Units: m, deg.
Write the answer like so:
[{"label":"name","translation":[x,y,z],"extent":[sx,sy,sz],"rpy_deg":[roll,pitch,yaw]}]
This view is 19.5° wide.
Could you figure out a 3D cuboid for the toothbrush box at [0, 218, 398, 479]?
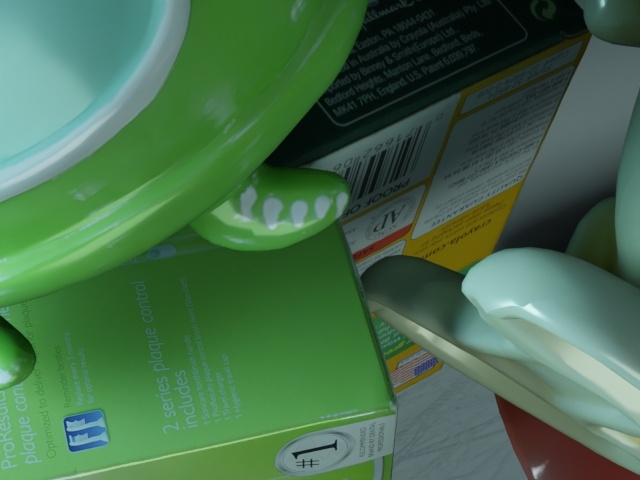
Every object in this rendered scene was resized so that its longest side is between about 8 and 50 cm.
[{"label":"toothbrush box","translation":[-0.119,0.102,0.814],"extent":[0.283,0.122,0.206],"rpy_deg":[-10,147,-9]}]

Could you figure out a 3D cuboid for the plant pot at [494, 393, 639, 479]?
[{"label":"plant pot","translation":[0.276,0.086,1.091],"extent":[0.243,0.275,0.275],"rpy_deg":[-38,137,23]}]

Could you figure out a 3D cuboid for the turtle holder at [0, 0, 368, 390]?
[{"label":"turtle holder","translation":[-0.152,-0.105,0.692],"extent":[0.320,0.243,0.227],"rpy_deg":[-3,141,30]}]

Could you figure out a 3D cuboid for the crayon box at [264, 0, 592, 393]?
[{"label":"crayon box","translation":[0.000,0.000,0.969],"extent":[0.203,0.083,0.323],"rpy_deg":[-27,155,-27]}]

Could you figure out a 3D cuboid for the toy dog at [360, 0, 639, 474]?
[{"label":"toy dog","translation":[0.264,-0.070,0.740],"extent":[0.395,0.408,0.284],"rpy_deg":[30,175,1]}]
